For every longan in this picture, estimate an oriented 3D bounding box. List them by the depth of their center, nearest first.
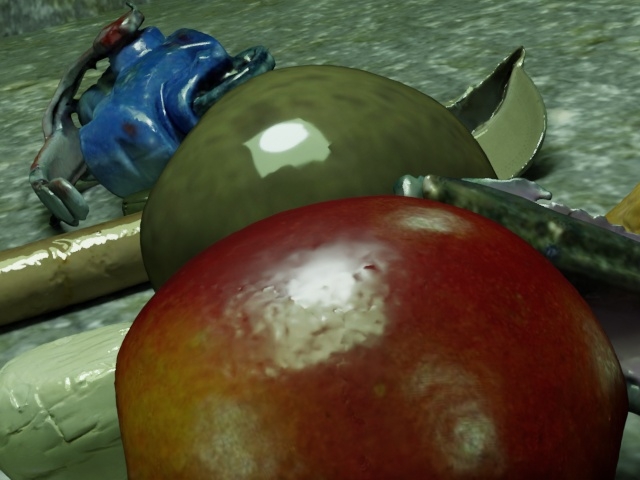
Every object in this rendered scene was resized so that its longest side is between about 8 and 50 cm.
[{"bbox_3d":[0.000,0.000,1.003,0.246,0.246,0.215,1,64,38],"label":"longan"}]

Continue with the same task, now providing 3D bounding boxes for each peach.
[{"bbox_3d":[0.024,0.085,0.733,0.243,0.200,0.243,-9,25,4],"label":"peach"}]

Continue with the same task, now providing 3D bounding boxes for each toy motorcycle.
[{"bbox_3d":[-0.164,-0.102,1.607,0.182,0.241,0.319,26,-1,-19],"label":"toy motorcycle"}]

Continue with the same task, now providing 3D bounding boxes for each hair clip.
[{"bbox_3d":[0.202,0.038,0.826,0.358,0.096,0.110,16,38,4],"label":"hair clip"}]

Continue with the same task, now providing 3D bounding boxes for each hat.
[{"bbox_3d":[0.124,-0.086,1.495,0.166,0.144,0.173,-11,60,-5],"label":"hat"}]

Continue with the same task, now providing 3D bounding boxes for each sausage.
[{"bbox_3d":[-0.188,0.017,1.343,0.301,0.066,0.066,-19,18,-18],"label":"sausage"}]

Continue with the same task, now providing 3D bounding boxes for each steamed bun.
[{"bbox_3d":[-0.130,0.106,0.956,0.129,0.091,0.112,-17,13,-7],"label":"steamed bun"}]

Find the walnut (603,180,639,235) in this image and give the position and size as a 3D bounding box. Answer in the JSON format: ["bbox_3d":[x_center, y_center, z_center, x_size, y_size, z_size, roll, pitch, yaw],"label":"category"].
[{"bbox_3d":[0.247,0.008,0.925,0.180,0.144,0.144,3,19,7],"label":"walnut"}]

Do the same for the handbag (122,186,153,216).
[{"bbox_3d":[-0.124,-0.027,1.464,0.111,0.047,0.072,-8,12,13],"label":"handbag"}]
